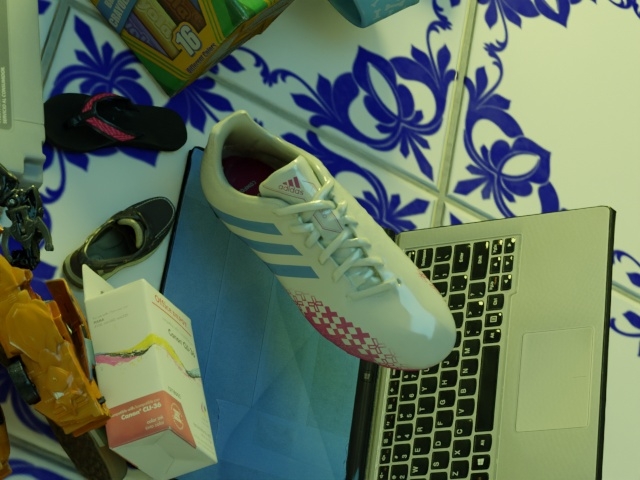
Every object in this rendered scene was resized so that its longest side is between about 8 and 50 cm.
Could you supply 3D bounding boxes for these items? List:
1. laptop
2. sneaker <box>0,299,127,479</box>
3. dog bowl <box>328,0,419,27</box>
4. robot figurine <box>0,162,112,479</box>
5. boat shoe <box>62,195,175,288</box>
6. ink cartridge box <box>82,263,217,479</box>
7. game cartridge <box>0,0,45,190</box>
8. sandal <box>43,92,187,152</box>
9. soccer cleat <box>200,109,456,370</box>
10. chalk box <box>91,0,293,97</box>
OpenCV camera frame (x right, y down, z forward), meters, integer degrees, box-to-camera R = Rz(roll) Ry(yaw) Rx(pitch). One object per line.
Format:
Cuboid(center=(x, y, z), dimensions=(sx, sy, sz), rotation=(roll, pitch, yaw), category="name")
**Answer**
Cuboid(center=(0.065, 0.093, 1.784), dimensions=(0.236, 0.408, 0.382), rotation=(51, 40, -49), category="laptop")
Cuboid(center=(-0.226, 0.137, 1.659), dimensions=(0.086, 0.064, 0.192), rotation=(-35, 87, -38), category="sneaker")
Cuboid(center=(0.014, -0.355, 1.973), dimensions=(0.074, 0.297, 0.166), rotation=(-39, 52, -6), category="dog bowl")
Cuboid(center=(-0.317, 0.066, 1.585), dimensions=(0.211, 0.085, 0.291), rotation=(-28, 76, 0), category="robot figurine")
Cuboid(center=(-0.194, -0.002, 1.765), dimensions=(0.056, 0.049, 0.152), rotation=(50, 49, -3), category="boat shoe")
Cuboid(center=(-0.165, 0.116, 1.667), dimensions=(0.115, 0.067, 0.198), rotation=(50, 23, -59), category="ink cartridge box")
Cuboid(center=(-0.376, -0.197, 1.738), dimensions=(0.198, 0.062, 0.297), rotation=(7, 63, -28), category="game cartridge")
Cuboid(center=(-0.213, -0.127, 1.822), dimensions=(0.179, 0.040, 0.067), rotation=(0, 67, -35), category="sandal")
Cuboid(center=(0.000, 0.000, 1.741), dimensions=(0.331, 0.143, 0.116), rotation=(40, 66, 19), category="soccer cleat")
Cuboid(center=(-0.160, -0.339, 1.878), dimensions=(0.289, 0.179, 0.180), rotation=(51, 49, -3), category="chalk box")
